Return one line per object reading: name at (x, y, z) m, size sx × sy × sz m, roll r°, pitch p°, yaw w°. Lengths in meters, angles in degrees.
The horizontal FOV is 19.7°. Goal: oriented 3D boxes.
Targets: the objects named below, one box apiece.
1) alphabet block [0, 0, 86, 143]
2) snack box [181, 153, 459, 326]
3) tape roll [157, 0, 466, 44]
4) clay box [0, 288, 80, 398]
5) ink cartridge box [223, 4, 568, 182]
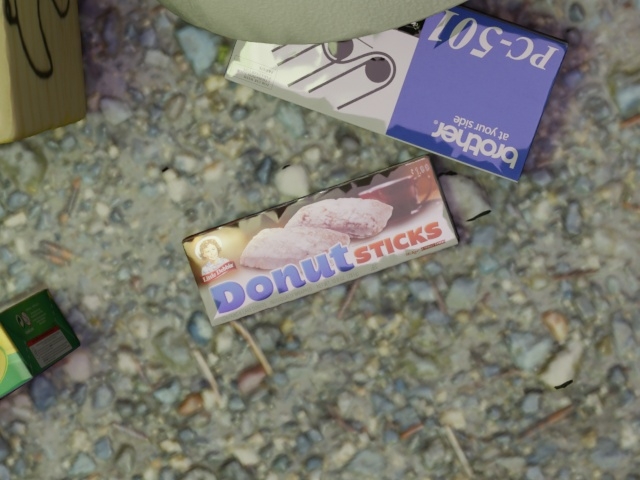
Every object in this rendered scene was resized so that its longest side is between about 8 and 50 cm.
alphabet block at (-0.266, -0.160, 1.157) m, size 0.193 × 0.192 × 0.197 m, roll -3°, pitch 98°, yaw 9°
snack box at (0.000, 0.000, 1.248) m, size 0.178 × 0.022 × 0.064 m, roll -19°, pitch 96°, yaw 8°
tape roll at (0.032, -0.286, 1.061) m, size 0.392 × 0.072 × 0.392 m, roll -16°, pitch 51°, yaw 21°
clay box at (-0.278, 0.116, 1.241) m, size 0.222 × 0.127 × 0.053 m, roll -32°, pitch 92°, yaw 10°
ink cartridge box at (0.050, -0.119, 1.216) m, size 0.207 × 0.046 × 0.097 m, roll 20°, pitch 100°, yaw 3°
